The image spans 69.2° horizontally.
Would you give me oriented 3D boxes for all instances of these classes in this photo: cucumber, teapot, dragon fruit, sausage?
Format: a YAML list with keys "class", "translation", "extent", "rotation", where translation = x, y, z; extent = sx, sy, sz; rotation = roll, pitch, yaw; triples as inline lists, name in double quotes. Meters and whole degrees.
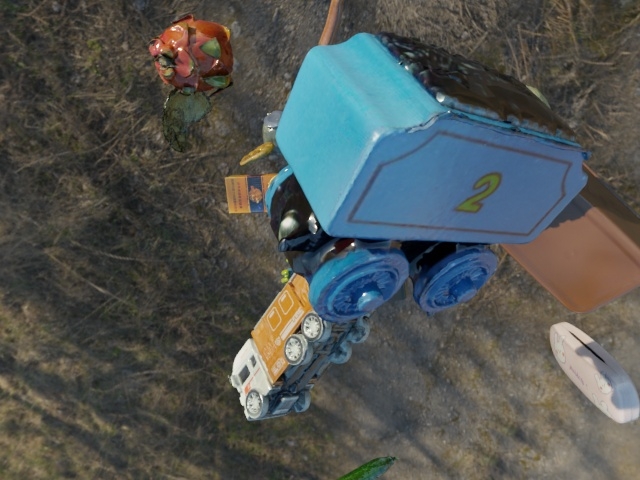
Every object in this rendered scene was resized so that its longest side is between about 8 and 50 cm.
- class: "cucumber"
  translation: [0.085, 0.449, 0.887]
  extent: [0.155, 0.037, 0.037]
  rotation: [-14, 131, -27]
- class: "teapot"
  translation: [-0.117, -0.304, 1.332]
  extent: [0.111, 0.149, 0.108]
  rotation: [-16, 146, 5]
- class: "dragon fruit"
  translation: [-0.360, -0.517, 1.320]
  extent: [0.227, 0.224, 0.224]
  rotation: [-29, 124, -19]
- class: "sausage"
  translation: [0.033, -0.618, 1.316]
  extent: [0.040, 0.047, 0.177]
  rotation: [40, 136, 16]

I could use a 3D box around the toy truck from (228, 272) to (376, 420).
- class: "toy truck"
  translation: [-0.063, 0.249, 1.130]
  extent: [0.173, 0.207, 0.388]
  rotation: [14, 119, -46]

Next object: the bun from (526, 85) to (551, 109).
- class: "bun"
  translation: [0.350, -0.186, 0.946]
  extent: [0.259, 0.259, 0.152]
  rotation: [-20, 76, 22]

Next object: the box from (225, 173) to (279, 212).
- class: "box"
  translation: [-0.261, -0.191, 1.895]
  extent: [0.237, 0.070, 0.152]
  rotation: [-2, 105, 10]

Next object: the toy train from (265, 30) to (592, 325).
- class: "toy train"
  translation: [0.094, -0.056, 0.480]
  extent: [0.300, 0.188, 0.265]
  rotation: [2, 134, -33]

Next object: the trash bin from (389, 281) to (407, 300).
- class: "trash bin"
  translation: [0.198, 0.047, 1.361]
  extent: [0.114, 0.165, 0.226]
  rotation: [-7, 127, 14]

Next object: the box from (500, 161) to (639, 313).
- class: "box"
  translation: [0.626, -0.020, 1.169]
  extent: [0.339, 0.229, 0.239]
  rotation: [43, 127, -1]

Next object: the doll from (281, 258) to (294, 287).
- class: "doll"
  translation: [-0.032, 0.145, 1.868]
  extent: [0.098, 0.346, 0.342]
  rotation: [-21, 89, 28]

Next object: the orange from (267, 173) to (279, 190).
- class: "orange"
  translation: [-0.127, -0.181, 1.754]
  extent: [0.156, 0.156, 0.134]
  rotation: [19, 101, -5]

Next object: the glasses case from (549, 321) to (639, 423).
- class: "glasses case"
  translation: [0.598, 0.282, 1.033]
  extent: [0.075, 0.297, 0.113]
  rotation: [-16, 104, 4]

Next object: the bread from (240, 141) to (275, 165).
- class: "bread"
  translation: [-0.177, -0.240, 1.294]
  extent: [0.110, 0.110, 0.024]
  rotation: [-24, 111, 24]

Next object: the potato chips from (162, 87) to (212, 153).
- class: "potato chips"
  translation: [-0.430, -0.390, 1.479]
  extent: [0.029, 0.202, 0.220]
  rotation: [21, 94, 21]
